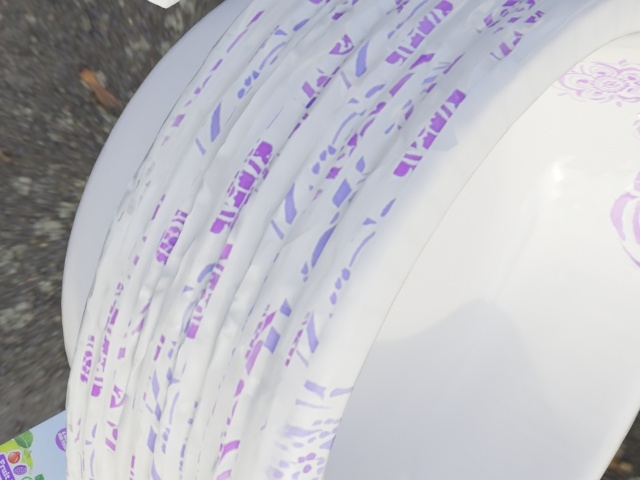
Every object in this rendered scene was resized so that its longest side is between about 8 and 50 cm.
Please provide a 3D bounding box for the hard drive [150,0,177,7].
[{"bbox_3d":[-0.132,-0.323,0.884,0.233,0.353,0.047,40,54,12],"label":"hard drive"}]

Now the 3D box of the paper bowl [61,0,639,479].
[{"bbox_3d":[0.021,0.013,0.574,0.148,0.284,0.284,30,88,30],"label":"paper bowl"}]

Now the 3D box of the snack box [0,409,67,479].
[{"bbox_3d":[-0.156,0.173,1.218,0.207,0.174,0.070,-27,70,-2],"label":"snack box"}]
